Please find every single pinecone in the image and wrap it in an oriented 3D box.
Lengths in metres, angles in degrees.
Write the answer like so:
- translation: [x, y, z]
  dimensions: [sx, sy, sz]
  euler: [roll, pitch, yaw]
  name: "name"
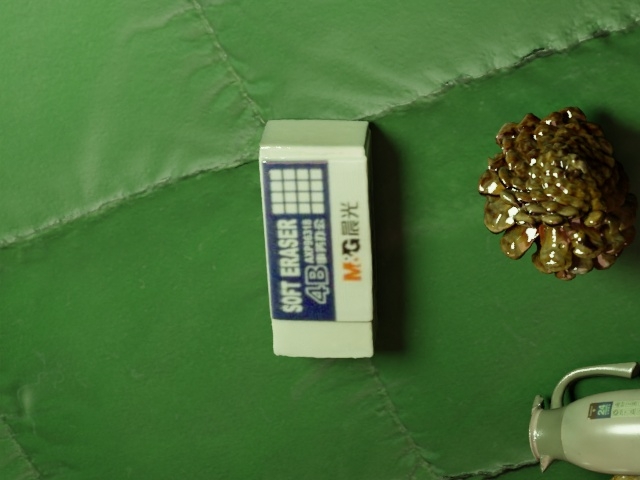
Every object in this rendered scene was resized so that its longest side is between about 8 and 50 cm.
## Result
- translation: [0.260, -0.045, 1.889]
  dimensions: [0.150, 0.179, 0.195]
  euler: [-19, 143, 32]
  name: "pinecone"

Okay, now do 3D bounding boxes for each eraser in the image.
- translation: [0.000, 0.000, 1.999]
  dimensions: [0.124, 0.081, 0.279]
  euler: [0, 121, 6]
  name: "eraser"

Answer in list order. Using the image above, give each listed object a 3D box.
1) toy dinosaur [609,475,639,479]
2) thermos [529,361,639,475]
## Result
- translation: [0.422, 0.309, 2.136]
  dimensions: [0.205, 0.092, 0.393]
  euler: [-6, 122, 16]
  name: "toy dinosaur"
- translation: [0.342, 0.212, 2.057]
  dimensions: [0.193, 0.137, 0.105]
  euler: [-5, 159, 29]
  name: "thermos"
